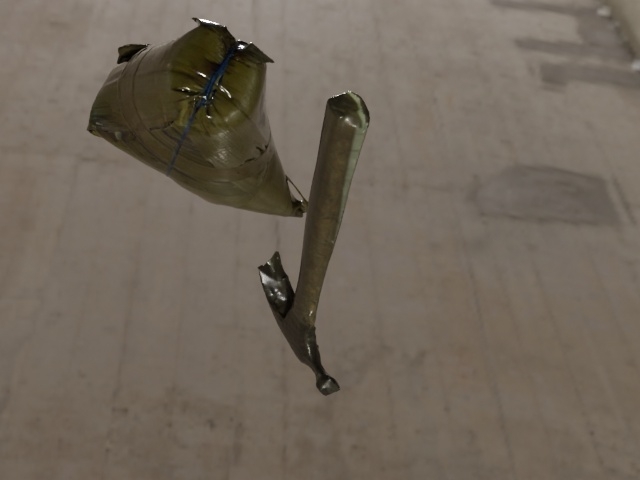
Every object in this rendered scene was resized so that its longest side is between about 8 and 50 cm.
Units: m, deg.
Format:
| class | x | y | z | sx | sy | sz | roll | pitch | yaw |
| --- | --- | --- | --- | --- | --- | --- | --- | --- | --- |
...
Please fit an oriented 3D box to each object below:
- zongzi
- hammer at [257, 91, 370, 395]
| class | x | y | z | sx | sy | sz | roll | pitch | yaw |
| --- | --- | --- | --- | --- | --- | --- | --- | --- | --- |
| zongzi | -0.068 | -0.097 | 1.283 | 0.289 | 0.123 | 0.260 | 33 | 163 | -24 |
| hammer | 0.001 | 0.000 | 0.952 | 0.027 | 0.297 | 0.125 | -21 | -119 | -22 |
